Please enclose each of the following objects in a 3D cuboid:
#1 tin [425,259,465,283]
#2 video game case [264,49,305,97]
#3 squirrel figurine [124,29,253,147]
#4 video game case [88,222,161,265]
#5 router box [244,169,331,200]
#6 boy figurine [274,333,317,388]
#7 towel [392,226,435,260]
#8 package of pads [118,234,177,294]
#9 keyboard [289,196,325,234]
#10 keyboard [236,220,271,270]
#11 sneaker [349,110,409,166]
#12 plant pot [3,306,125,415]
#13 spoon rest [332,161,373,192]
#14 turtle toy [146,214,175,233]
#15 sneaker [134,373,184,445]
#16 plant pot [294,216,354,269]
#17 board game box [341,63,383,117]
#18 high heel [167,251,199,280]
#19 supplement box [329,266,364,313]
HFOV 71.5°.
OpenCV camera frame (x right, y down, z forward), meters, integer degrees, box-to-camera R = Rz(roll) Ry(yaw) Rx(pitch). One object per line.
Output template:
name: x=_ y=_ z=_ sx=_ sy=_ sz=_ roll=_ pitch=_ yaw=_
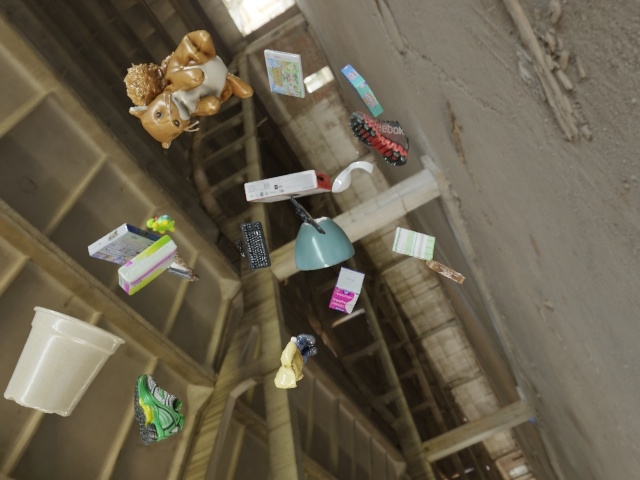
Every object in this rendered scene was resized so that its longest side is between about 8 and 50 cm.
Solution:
tin: x=0.566 y=0.138 z=2.018 sx=0.190 sy=0.040 sz=0.106 roll=27 pitch=-166 yaw=0
video game case: x=-0.174 y=-0.812 z=2.173 sx=0.023 sy=0.193 sz=0.212 roll=-55 pitch=-27 yaw=-35
squirrel figurine: x=-0.524 y=-0.521 z=1.615 sx=0.397 sy=0.370 sz=0.281 roll=20 pitch=162 yaw=35
video game case: x=-1.006 y=0.027 z=2.313 sx=0.061 sy=0.244 sz=0.269 roll=63 pitch=-170 yaw=23
router box: x=-0.142 y=-0.251 z=2.101 sx=0.301 sy=0.335 sz=0.082 roll=-15 pitch=-85 yaw=-75
boy figurine: x=-0.097 y=0.465 z=1.721 sx=0.285 sy=0.092 sz=0.177 roll=-45 pitch=-50 yaw=-68
towel: x=0.357 y=0.011 z=1.692 sx=0.023 sy=0.152 sz=0.113 roll=98 pitch=-172 yaw=-58
package of pads: x=-0.860 y=0.126 z=2.223 sx=0.101 sy=0.296 sz=0.229 roll=46 pitch=148 yaw=2
keyboard: x=-0.062 y=-0.090 z=1.691 sx=0.192 sy=0.038 sz=0.100 roll=48 pitch=-174 yaw=19
keyboard: x=-0.251 y=0.021 z=1.629 sx=0.023 sy=0.108 sz=0.180 roll=113 pitch=144 yaw=-70
sneaker: x=0.222 y=-0.392 z=1.619 sx=0.276 sy=0.135 sz=0.097 roll=32 pitch=157 yaw=-23
plant pot: x=-0.931 y=0.444 z=1.595 sx=0.334 sy=0.334 sz=0.305 roll=51 pitch=-129 yaw=-51
spoon rest: x=0.147 y=-0.334 z=2.286 sx=0.084 sy=0.276 sz=0.137 roll=35 pitch=-127 yaw=-25
turtle toy: x=-0.738 y=-0.078 z=2.053 sx=0.095 sy=0.130 sz=0.066 roll=76 pitch=-177 yaw=-69
sneaker: x=-0.585 y=0.597 z=1.600 sx=0.343 sy=0.146 sz=0.134 roll=32 pitch=116 yaw=54
plant pot: x=0.000 y=0.000 z=2.120 sx=0.290 sy=0.290 sz=0.195 roll=-74 pitch=-30 yaw=-78
board game box: x=0.169 y=-0.613 z=1.816 sx=0.160 sy=0.047 sz=0.210 roll=46 pitch=-166 yaw=-38
high heel: x=-0.829 y=0.160 z=2.714 sx=0.186 sy=0.093 sz=0.261 roll=24 pitch=-163 yaw=-23
supplement box: x=0.119 y=0.233 z=2.050 sx=0.220 sy=0.111 sz=0.114 roll=102 pitch=-174 yaw=-57
